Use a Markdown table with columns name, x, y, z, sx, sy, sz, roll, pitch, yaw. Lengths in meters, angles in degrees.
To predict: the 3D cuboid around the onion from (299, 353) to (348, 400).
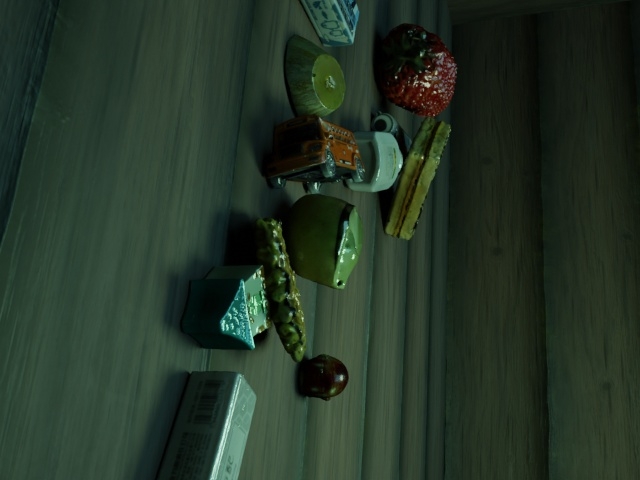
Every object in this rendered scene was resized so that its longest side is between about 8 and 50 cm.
| name | x | y | z | sx | sy | sz | roll | pitch | yaw |
| --- | --- | --- | --- | --- | --- | --- | --- | --- | --- |
| onion | 0.012 | 0.327 | 1.584 | 0.117 | 0.119 | 0.118 | -34 | 120 | -72 |

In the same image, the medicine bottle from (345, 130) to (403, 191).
| name | x | y | z | sx | sy | sz | roll | pitch | yaw |
| --- | --- | --- | --- | --- | --- | --- | --- | --- | --- |
| medicine bottle | 0.168 | -0.244 | 2.052 | 0.324 | 0.124 | 0.179 | -21 | 113 | -68 |

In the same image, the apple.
| name | x | y | z | sx | sy | sz | roll | pitch | yaw |
| --- | --- | --- | --- | --- | --- | --- | --- | --- | --- |
| apple | 0.000 | 0.000 | 1.482 | 0.207 | 0.174 | 0.188 | -4 | -118 | 68 |

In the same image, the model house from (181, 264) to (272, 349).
| name | x | y | z | sx | sy | sz | roll | pitch | yaw |
| --- | --- | --- | --- | --- | --- | --- | --- | --- | --- |
| model house | -0.159 | 0.119 | 1.135 | 0.149 | 0.101 | 0.127 | -40 | 125 | -63 |

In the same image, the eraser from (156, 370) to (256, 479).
| name | x | y | z | sx | sy | sz | roll | pitch | yaw |
| --- | --- | --- | --- | --- | --- | --- | --- | --- | --- |
| eraser | -0.193 | 0.400 | 1.008 | 0.096 | 0.098 | 0.403 | 64 | 31 | -49 |

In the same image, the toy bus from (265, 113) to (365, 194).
| name | x | y | z | sx | sy | sz | roll | pitch | yaw |
| --- | --- | --- | --- | --- | --- | --- | --- | --- | --- |
| toy bus | -0.011 | -0.196 | 1.529 | 0.329 | 0.143 | 0.153 | -7 | 85 | -69 |

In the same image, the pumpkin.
| name | x | y | z | sx | sy | sz | roll | pitch | yaw |
| --- | --- | --- | --- | --- | --- | --- | --- | --- | --- |
| pumpkin | -0.004 | -0.390 | 1.620 | 0.217 | 0.110 | 0.217 | 4 | 90 | -68 |

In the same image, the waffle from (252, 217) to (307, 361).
| name | x | y | z | sx | sy | sz | roll | pitch | yaw |
| --- | --- | --- | --- | --- | --- | --- | --- | --- | --- |
| waffle | -0.077 | 0.090 | 1.324 | 0.300 | 0.058 | 0.281 | 77 | 1 | -57 |

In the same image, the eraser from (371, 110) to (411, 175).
| name | x | y | z | sx | sy | sz | roll | pitch | yaw |
| --- | --- | --- | --- | --- | --- | --- | --- | --- | --- |
| eraser | 0.254 | -0.339 | 2.359 | 0.290 | 0.087 | 0.171 | 17 | 71 | -70 |

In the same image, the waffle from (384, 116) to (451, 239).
| name | x | y | z | sx | sy | sz | roll | pitch | yaw |
| --- | --- | --- | --- | --- | --- | --- | --- | --- | --- |
| waffle | 0.338 | -0.214 | 2.318 | 0.261 | 0.114 | 0.376 | -60 | 167 | -45 |

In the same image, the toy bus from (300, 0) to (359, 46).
| name | x | y | z | sx | sy | sz | roll | pitch | yaw |
| --- | --- | --- | --- | --- | --- | --- | --- | --- | --- |
| toy bus | 0.013 | -0.625 | 1.683 | 0.297 | 0.106 | 0.131 | 47 | 49 | -64 |

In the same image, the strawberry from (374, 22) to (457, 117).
| name | x | y | z | sx | sy | sz | roll | pitch | yaw |
| --- | --- | --- | --- | --- | --- | --- | --- | --- | --- |
| strawberry | 0.362 | -0.596 | 2.383 | 0.351 | 0.267 | 0.312 | 32 | 51 | -45 |
